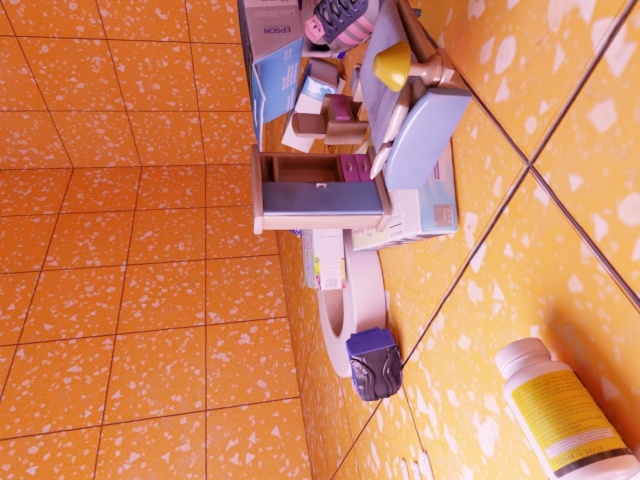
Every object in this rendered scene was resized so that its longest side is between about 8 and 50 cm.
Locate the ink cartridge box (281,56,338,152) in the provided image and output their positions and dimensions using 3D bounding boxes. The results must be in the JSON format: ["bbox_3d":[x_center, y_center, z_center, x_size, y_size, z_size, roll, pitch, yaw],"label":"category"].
[{"bbox_3d":[-0.028,-0.344,1.027,0.140,0.082,0.191,-88,23,-45],"label":"ink cartridge box"}]

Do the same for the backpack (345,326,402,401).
[{"bbox_3d":[0.104,0.233,0.769,0.101,0.097,0.120,-100,-3,-70],"label":"backpack"}]

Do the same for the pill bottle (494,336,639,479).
[{"bbox_3d":[0.199,0.144,0.345,0.116,0.065,0.065,-106,17,-45],"label":"pill bottle"}]

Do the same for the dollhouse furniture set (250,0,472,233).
[{"bbox_3d":[0.013,-0.187,0.537,0.303,0.197,0.287,109,157,-56],"label":"dollhouse furniture set"}]

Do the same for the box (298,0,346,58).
[{"bbox_3d":[-0.007,-0.506,0.955,0.072,0.137,0.126,158,108,-76],"label":"box"}]

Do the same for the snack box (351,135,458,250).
[{"bbox_3d":[0.116,-0.086,0.682,0.322,0.060,0.187,155,112,-77],"label":"snack box"}]

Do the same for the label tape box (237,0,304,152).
[{"bbox_3d":[-0.104,-0.393,0.857,0.249,0.115,0.348,123,136,-75],"label":"label tape box"}]

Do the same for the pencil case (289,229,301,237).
[{"bbox_3d":[-0.037,-0.063,1.266,0.119,0.133,0.306,55,174,-11],"label":"pencil case"}]

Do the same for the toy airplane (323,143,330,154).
[{"bbox_3d":[0.017,-0.311,1.171,0.151,0.028,0.151,178,90,-78],"label":"toy airplane"}]

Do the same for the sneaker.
[{"bbox_3d":[0.041,-0.399,0.715,0.112,0.131,0.319,64,174,-8],"label":"sneaker"}]

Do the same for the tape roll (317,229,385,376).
[{"bbox_3d":[0.060,0.129,0.993,0.392,0.071,0.393,177,90,-79],"label":"tape roll"}]

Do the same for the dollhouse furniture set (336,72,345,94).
[{"bbox_3d":[0.045,-0.345,1.040,0.076,0.058,0.152,-99,30,-58],"label":"dollhouse furniture set"}]

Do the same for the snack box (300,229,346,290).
[{"bbox_3d":[0.000,0.000,0.899,0.174,0.070,0.207,174,91,-79],"label":"snack box"}]

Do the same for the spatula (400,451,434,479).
[{"bbox_3d":[0.178,0.490,0.666,0.168,0.019,0.242,103,159,-57],"label":"spatula"}]
